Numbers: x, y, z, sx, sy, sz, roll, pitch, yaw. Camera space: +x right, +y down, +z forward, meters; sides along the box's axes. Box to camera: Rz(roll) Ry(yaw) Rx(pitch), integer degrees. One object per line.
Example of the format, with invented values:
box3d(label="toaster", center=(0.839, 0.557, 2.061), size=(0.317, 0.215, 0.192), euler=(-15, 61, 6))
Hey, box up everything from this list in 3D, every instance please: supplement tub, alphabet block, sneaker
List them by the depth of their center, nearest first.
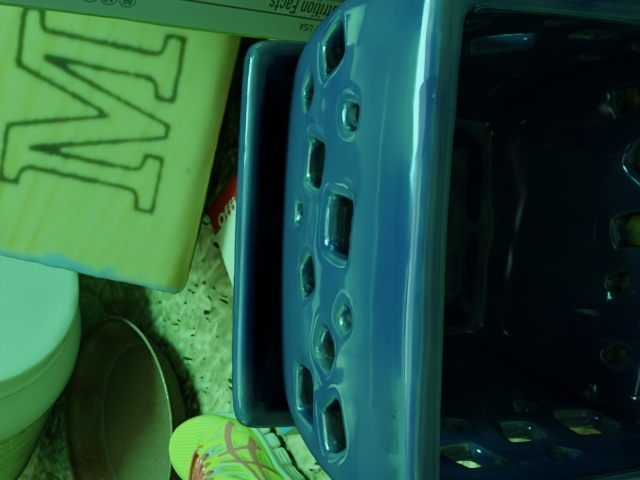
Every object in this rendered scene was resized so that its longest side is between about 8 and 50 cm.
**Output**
box3d(label="alphabet block", center=(-0.167, -0.099, 0.899), size=(0.192, 0.193, 0.197), euler=(-97, 20, -71))
box3d(label="sneaker", center=(-0.068, 0.188, 0.899), size=(0.208, 0.094, 0.081), euler=(26, 111, 51))
box3d(label="supplement tub", center=(-0.354, 0.111, 1.111), size=(0.325, 0.235, 0.235), euler=(-54, 49, 51))

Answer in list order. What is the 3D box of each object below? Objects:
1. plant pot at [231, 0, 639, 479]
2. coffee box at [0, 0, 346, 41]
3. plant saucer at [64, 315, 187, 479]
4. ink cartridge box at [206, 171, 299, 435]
box3d(label="plant pot", center=(0.083, 0.000, 0.608), size=(0.212, 0.236, 0.236), euler=(5, 94, 59))
box3d(label="coffee box", center=(-0.145, -0.339, 0.676), size=(0.337, 0.338, 0.334), euler=(47, 125, 41))
box3d(label="plant saucer", center=(-0.170, 0.166, 1.077), size=(0.198, 0.036, 0.199), euler=(0, 90, 51))
box3d(label="ink cartridge box", center=(0.000, 0.000, 0.827), size=(0.134, 0.078, 0.231), euler=(-47, 54, 41))
